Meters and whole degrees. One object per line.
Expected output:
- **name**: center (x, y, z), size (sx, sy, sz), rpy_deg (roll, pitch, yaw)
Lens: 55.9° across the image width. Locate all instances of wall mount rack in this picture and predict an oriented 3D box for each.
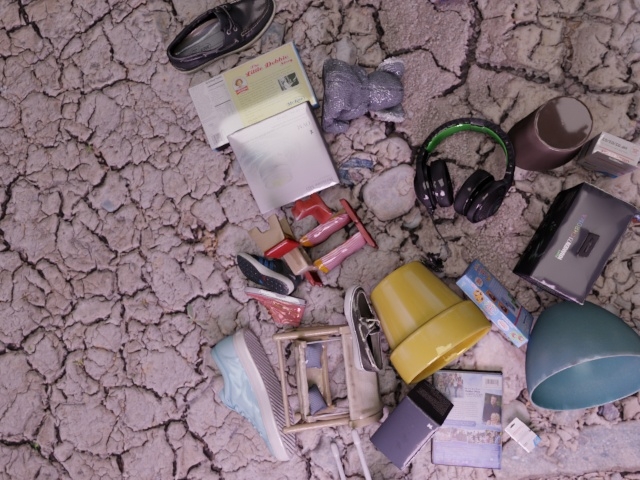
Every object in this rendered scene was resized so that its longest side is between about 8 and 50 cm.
- **wall mount rack**: center (0.146, 0.631, 1.510), size (0.304, 0.350, 0.130), rpy_deg (35, 58, 5)

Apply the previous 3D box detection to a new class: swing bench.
- **swing bench**: center (0.027, 0.349, 1.570), size (0.254, 0.165, 0.253), rpy_deg (-8, 86, 10)

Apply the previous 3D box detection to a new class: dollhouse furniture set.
- **dollhouse furniture set**: center (0.000, 0.000, 1.478), size (0.201, 0.374, 0.152), rpy_deg (-35, 79, 9)

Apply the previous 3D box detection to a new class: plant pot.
- **plant pot**: center (0.253, 0.192, 1.507), size (0.254, 0.254, 0.239), rpy_deg (-37, 69, 7)
- **plant pot**: center (0.617, 0.258, 1.445), size (0.290, 0.290, 0.195), rpy_deg (-14, 51, 9)

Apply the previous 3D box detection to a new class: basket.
- **basket**: center (0.565, -0.261, 1.463), size (0.204, 0.227, 0.154), rpy_deg (-13, 87, 8)

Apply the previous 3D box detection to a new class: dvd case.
- **dvd case**: center (0.383, 0.465, 1.582), size (0.180, 0.022, 0.253), rpy_deg (1, 89, 10)

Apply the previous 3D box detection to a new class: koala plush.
- **koala plush**: center (0.116, -0.385, 1.569), size (0.221, 0.203, 0.196), rpy_deg (1, 90, -3)

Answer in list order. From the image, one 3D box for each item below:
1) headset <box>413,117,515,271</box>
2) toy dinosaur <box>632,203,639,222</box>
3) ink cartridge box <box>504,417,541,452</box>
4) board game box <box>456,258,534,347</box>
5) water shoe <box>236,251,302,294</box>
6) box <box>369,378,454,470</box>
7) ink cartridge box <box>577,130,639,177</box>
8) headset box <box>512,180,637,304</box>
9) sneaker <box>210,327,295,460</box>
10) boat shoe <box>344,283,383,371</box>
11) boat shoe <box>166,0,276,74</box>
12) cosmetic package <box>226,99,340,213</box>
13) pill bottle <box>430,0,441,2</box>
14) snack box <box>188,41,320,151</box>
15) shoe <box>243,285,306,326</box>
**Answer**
- **headset**: center (0.352, -0.115, 1.549), size (0.243, 0.185, 0.394), rpy_deg (17, 81, 25)
- **toy dinosaur**: center (0.817, -0.055, 1.524), size (0.082, 0.047, 0.090), rpy_deg (45, 129, -1)
- **ink cartridge box**: center (0.519, 0.497, 1.555), size (0.083, 0.028, 0.048), rpy_deg (43, 95, 7)
- **board game box**: center (0.440, 0.151, 1.509), size (0.211, 0.160, 0.039), rpy_deg (48, 117, 7)
- **water shoe**: center (-0.141, 0.083, 1.657), size (0.203, 0.080, 0.073), rpy_deg (30, 132, 27)
- **box**: center (0.231, 0.450, 1.499), size (0.108, 0.207, 0.153), rpy_deg (41, 102, 17)
- **ink cartridge box**: center (0.704, -0.208, 1.461), size (0.104, 0.181, 0.062), rpy_deg (25, 93, 8)
- **headset box**: center (0.590, 0.007, 1.426), size (0.131, 0.283, 0.246), rpy_deg (30, 93, 9)
- **sneaker**: center (-0.187, 0.428, 1.630), size (0.150, 0.135, 0.366), rpy_deg (-27, 76, 15)
- **boat shoe**: center (0.116, 0.215, 1.488), size (0.070, 0.077, 0.219), rpy_deg (-10, 91, 45)
- **boat shoe**: center (-0.281, -0.584, 1.662), size (0.340, 0.113, 0.127), rpy_deg (-25, 85, 8)
- **cosmetic package**: center (-0.091, -0.220, 1.587), size (0.224, 0.138, 0.225), rpy_deg (-22, 104, 8)
- **pill bottle**: center (0.373, -0.688, 1.560), size (0.186, 0.112, 0.112), rpy_deg (-7, 88, 9)
- **snack box**: center (-0.184, -0.394, 1.670), size (0.322, 0.060, 0.187), rpy_deg (-22, 87, 8)
- **shoe**: center (-0.131, 0.180, 1.649), size (0.178, 0.063, 0.081), rpy_deg (14, 88, 6)
